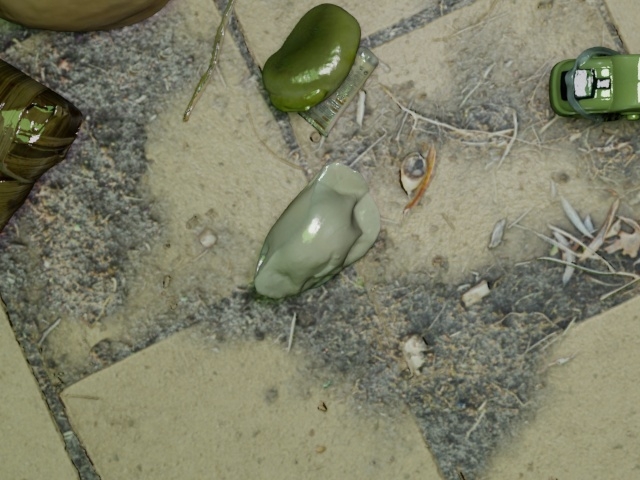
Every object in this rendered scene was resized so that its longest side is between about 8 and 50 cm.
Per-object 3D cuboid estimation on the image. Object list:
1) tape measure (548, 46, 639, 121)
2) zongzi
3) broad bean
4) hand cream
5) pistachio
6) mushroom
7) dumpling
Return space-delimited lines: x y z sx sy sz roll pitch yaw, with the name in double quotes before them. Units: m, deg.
"tape measure" 0.413 -0.222 1.808 0.175 0.200 0.106 1 95 15
"zongzi" -0.537 -0.141 1.898 0.286 0.134 0.288 33 100 9
"broad bean" -0.013 -0.266 1.872 0.174 0.082 0.124 -51 58 7
"hand cream" 0.032 -0.226 1.906 0.061 0.039 0.143 42 101 3
"pistachio" -0.348 -0.391 1.863 0.292 0.162 0.182 -8 134 0
"mushroom" -0.147 -0.311 1.921 0.026 0.028 0.286 25 94 -39
"dumpling" 0.000 0.000 1.876 0.151 0.124 0.229 34 99 -34
